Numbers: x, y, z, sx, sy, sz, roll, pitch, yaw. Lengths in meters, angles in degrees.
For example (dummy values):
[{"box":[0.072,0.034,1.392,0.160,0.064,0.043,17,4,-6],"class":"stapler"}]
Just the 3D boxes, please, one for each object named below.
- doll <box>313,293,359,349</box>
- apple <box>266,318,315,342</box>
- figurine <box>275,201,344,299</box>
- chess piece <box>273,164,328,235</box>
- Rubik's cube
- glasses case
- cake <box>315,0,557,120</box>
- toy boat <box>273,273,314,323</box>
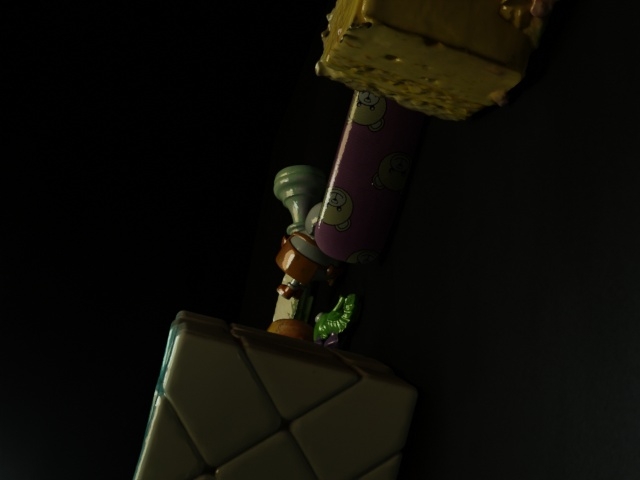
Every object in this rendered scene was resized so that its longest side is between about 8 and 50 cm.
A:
[{"box":[0.029,0.148,1.467,0.190,0.050,0.115,144,147,-69],"class":"doll"},{"box":[-0.070,0.228,1.659,0.146,0.147,0.146,-166,90,-80],"class":"apple"},{"box":[0.005,0.008,1.619,0.271,0.143,0.143,-43,23,23],"class":"figurine"},{"box":[-0.043,-0.041,1.984,0.139,0.139,0.271,121,149,-60],"class":"chess piece"},{"box":[-0.086,0.291,1.106,0.316,0.319,0.321,-177,102,-81],"class":"Rubik's cube"},{"box":[0.082,-0.116,1.315,0.076,0.123,0.316,-100,25,-79],"class":"glasses case"},{"box":[0.140,-0.292,0.936,0.286,0.228,0.222,164,121,-79],"class":"cake"},{"box":[-0.060,0.161,1.868,0.093,0.055,0.292,9,84,45],"class":"toy boat"}]
